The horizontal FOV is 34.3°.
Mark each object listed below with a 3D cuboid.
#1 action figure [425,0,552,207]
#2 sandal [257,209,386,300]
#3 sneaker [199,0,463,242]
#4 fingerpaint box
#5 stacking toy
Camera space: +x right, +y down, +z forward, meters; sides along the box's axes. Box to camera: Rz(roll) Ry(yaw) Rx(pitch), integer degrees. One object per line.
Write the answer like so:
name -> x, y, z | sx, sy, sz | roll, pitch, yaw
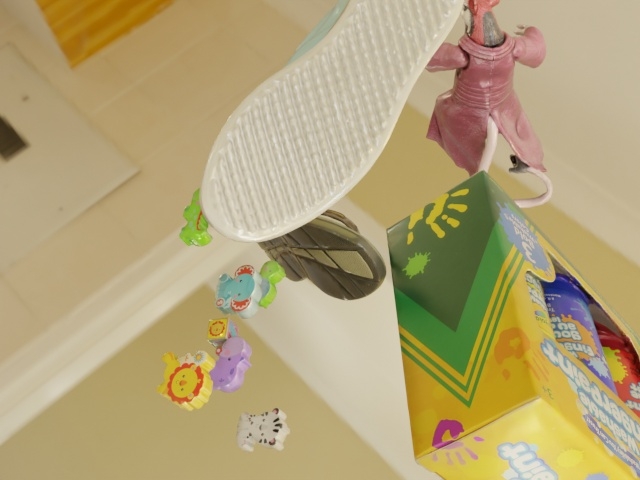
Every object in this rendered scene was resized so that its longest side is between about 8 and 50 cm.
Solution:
action figure -> 0.267, -0.260, 1.773 | 0.370, 0.248, 0.275 | 78, 5, -51
sandal -> -0.001, -0.001, 1.344 | 0.120, 0.086, 0.303 | 59, -18, -18
sneaker -> 0.010, -0.133, 1.032 | 0.135, 0.366, 0.150 | 42, -17, -3
fingerpaint box -> 0.289, 0.189, 1.263 | 0.445, 0.163, 0.371 | 42, 28, -31
stacking toy -> -0.082, 0.082, 1.003 | 0.052, 0.221, 0.167 | -9, -32, 22
